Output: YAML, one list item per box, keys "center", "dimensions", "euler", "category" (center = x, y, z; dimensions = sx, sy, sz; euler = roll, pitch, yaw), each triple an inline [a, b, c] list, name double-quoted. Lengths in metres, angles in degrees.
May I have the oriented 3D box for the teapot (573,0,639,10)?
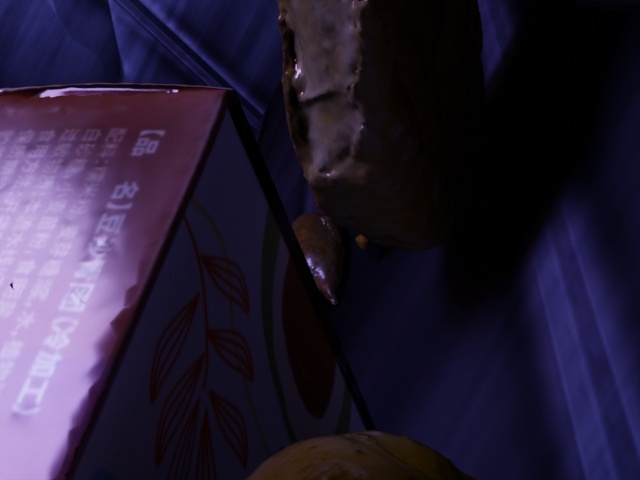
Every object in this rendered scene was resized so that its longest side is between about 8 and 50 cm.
- center: [0.163, -0.291, 0.527]
  dimensions: [0.337, 0.271, 0.200]
  euler: [-51, 48, 46]
  category: "teapot"

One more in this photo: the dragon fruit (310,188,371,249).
- center: [0.037, -0.101, 1.029]
  dimensions: [0.150, 0.207, 0.133]
  euler: [-17, -10, -40]
  category: "dragon fruit"

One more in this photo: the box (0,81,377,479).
- center: [-0.086, 0.196, 0.452]
  dimensions: [0.344, 0.122, 0.385]
  euler: [68, -149, -46]
  category: "box"

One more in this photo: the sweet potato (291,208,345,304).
- center: [-0.006, -0.002, 1.200]
  dimensions: [0.068, 0.068, 0.226]
  euler: [-60, 10, 23]
  category: "sweet potato"

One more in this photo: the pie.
- center: [0.050, -0.153, 0.782]
  dimensions: [0.339, 0.083, 0.339]
  euler: [-2, -90, -73]
  category: "pie"

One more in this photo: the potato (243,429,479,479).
- center: [0.012, 0.234, 0.306]
  dimensions: [0.195, 0.176, 0.369]
  euler: [-17, 53, 46]
  category: "potato"
